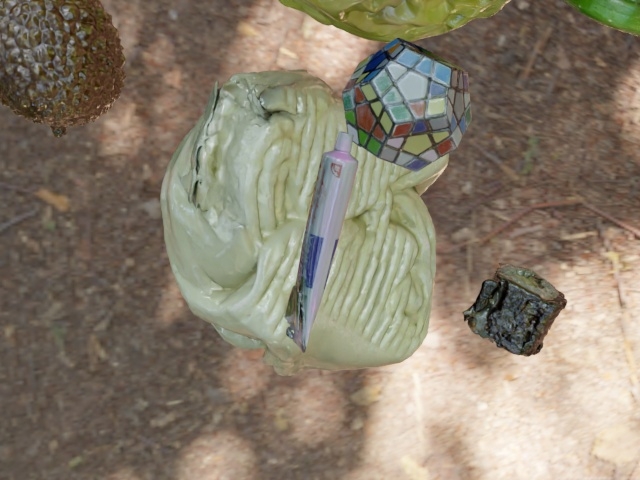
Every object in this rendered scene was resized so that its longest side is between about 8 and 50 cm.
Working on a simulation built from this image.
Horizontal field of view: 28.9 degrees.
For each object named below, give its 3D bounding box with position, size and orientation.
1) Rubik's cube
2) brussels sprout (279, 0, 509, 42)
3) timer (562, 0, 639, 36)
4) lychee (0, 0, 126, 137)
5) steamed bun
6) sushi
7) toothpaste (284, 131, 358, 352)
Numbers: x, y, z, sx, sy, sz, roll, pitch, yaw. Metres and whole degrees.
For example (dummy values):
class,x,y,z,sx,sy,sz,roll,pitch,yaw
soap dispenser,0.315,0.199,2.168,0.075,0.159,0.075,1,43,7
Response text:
class,x,y,z,sx,sy,sz,roll,pitch,yaw
Rubik's cube,0.072,-0.112,1.028,0.093,0.111,0.111,1,91,25
brussels sprout,0.054,-0.329,1.108,0.344,0.268,0.344,-1,105,-2
timer,0.284,-0.231,1.177,0.140,0.128,0.047,-123,47,-55
lychee,-0.360,-0.240,1.666,0.200,0.200,0.238,28,130,26
steamed bun,-0.033,-0.037,1.407,0.237,0.346,0.394,11,137,46
sushi,0.219,0.080,1.400,0.094,0.098,0.084,29,114,14
toothpaste,0.000,0.000,0.951,0.045,0.028,0.170,-144,65,-63
